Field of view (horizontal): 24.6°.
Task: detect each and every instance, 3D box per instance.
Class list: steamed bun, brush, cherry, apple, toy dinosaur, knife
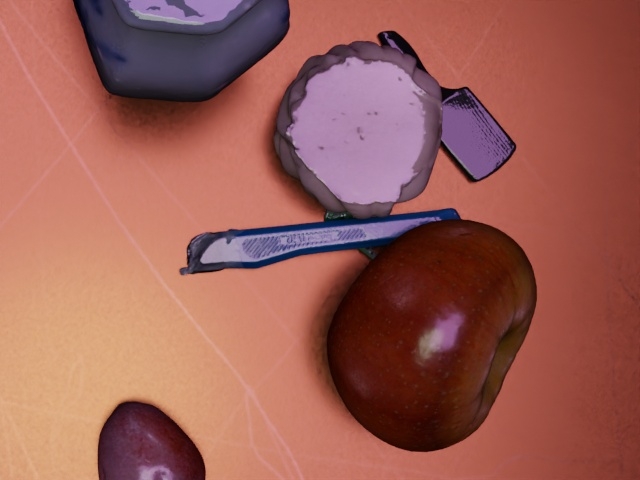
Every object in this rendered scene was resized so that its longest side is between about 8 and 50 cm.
[{"bbox_3d":[0.037,-0.113,1.503,0.183,0.106,0.183,0,87,-4],"label":"steamed bun"},{"bbox_3d":[0.129,-0.150,1.561,0.063,0.016,0.193,-40,93,-8],"label":"brush"},{"bbox_3d":[-0.176,0.227,1.466,0.106,0.087,0.126,-39,96,-12],"label":"cherry"},{"bbox_3d":[0.107,0.088,1.459,0.173,0.210,0.235,27,74,22],"label":"apple"},{"bbox_3d":[0.035,-0.005,1.540,0.062,0.021,0.083,1,83,-1],"label":"toy dinosaur"},{"bbox_3d":[0.000,0.000,1.520,0.297,0.026,0.044,-6,85,0],"label":"knife"}]

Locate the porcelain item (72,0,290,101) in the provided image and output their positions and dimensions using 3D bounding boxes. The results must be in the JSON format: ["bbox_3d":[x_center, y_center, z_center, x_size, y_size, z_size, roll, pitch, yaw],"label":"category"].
[{"bbox_3d":[-0.141,-0.243,1.333,0.178,0.405,0.242,-20,90,-10],"label":"porcelain item"}]
